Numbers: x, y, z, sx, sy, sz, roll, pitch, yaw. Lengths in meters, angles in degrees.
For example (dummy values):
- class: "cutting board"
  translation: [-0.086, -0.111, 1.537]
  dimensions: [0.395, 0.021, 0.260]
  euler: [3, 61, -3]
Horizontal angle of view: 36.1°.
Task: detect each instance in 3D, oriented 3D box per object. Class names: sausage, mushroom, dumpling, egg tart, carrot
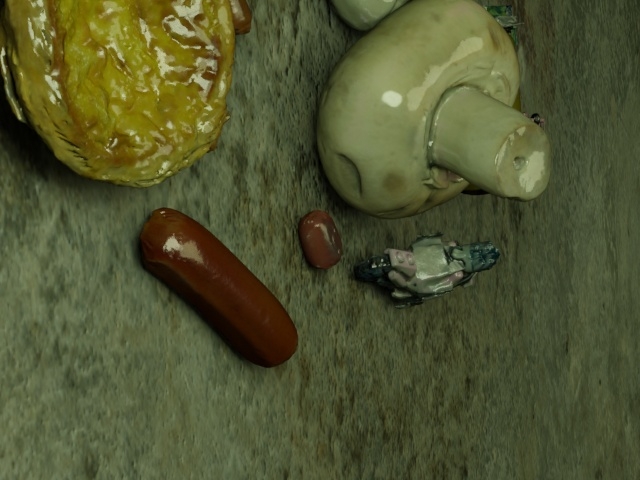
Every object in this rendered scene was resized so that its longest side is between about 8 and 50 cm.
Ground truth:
- class: "sausage"
  translation: [-0.127, 0.066, 1.303]
  dimensions: [0.300, 0.083, 0.089]
  euler: [49, 65, -37]
- class: "mushroom"
  translation: [0.165, -0.204, 1.484]
  dimensions: [0.353, 0.353, 0.325]
  euler: [-16, 97, -50]
- class: "dumpling"
  translation: [0.085, -0.402, 1.526]
  dimensions: [0.247, 0.172, 0.142]
  euler: [26, 82, -49]
- class: "egg tart"
  translation: [-0.243, -0.220, 1.140]
  dimensions: [0.341, 0.129, 0.341]
  euler: [1, 88, -52]
- class: "carrot"
  translation: [-0.148, -0.381, 1.337]
  dimensions: [0.048, 0.048, 0.216]
  euler: [-39, 112, -45]
- class: "sausage"
  translation: [0.000, 0.000, 1.487]
  dimensions: [0.059, 0.054, 0.094]
  euler: [-37, 116, -46]

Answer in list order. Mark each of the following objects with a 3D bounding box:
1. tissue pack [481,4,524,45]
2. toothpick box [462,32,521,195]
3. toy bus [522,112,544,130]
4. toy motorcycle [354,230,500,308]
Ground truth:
- class: "tissue pack"
  translation: [0.341, -0.415, 1.913]
  dimensions: [0.111, 0.079, 0.085]
  euler: [-17, 101, -50]
- class: "toothpick box"
  translation: [0.273, -0.223, 1.748]
  dimensions: [0.175, 0.175, 0.271]
  euler: [-30, 115, -48]
- class: "toy bus"
  translation: [0.381, -0.213, 1.968]
  dimensions: [0.203, 0.063, 0.090]
  euler: [-8, 97, -49]
- class: "toy motorcycle"
  translation: [0.192, 0.037, 1.611]
  dimensions: [0.239, 0.204, 0.108]
  euler: [-10, 79, -55]
